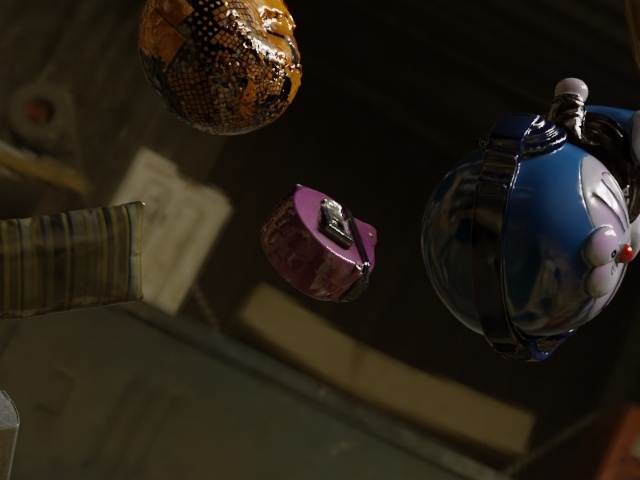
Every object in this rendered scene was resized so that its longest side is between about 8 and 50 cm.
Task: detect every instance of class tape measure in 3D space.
[{"bbox_3d":[0.000,0.000,1.743,0.118,0.074,0.125,34,25,-21],"label":"tape measure"}]

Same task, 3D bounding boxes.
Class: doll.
[{"bbox_3d":[0.246,-0.020,1.923,0.240,0.310,0.284,5,-56,25],"label":"doll"}]

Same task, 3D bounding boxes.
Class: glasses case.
[{"bbox_3d":[-0.428,0.290,2.230,0.071,0.047,0.205,57,-38,42],"label":"glasses case"}]

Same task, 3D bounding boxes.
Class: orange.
[{"bbox_3d":[-0.130,-0.244,2.187,0.182,0.234,0.234,-20,-43,27],"label":"orange"}]

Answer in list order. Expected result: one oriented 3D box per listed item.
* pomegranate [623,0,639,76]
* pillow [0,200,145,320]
[{"bbox_3d":[0.338,-0.184,1.318,0.233,0.233,0.233,24,-19,9],"label":"pomegranate"},{"bbox_3d":[-0.256,0.022,1.538,0.038,0.203,0.113,-121,-150,-50],"label":"pillow"}]
